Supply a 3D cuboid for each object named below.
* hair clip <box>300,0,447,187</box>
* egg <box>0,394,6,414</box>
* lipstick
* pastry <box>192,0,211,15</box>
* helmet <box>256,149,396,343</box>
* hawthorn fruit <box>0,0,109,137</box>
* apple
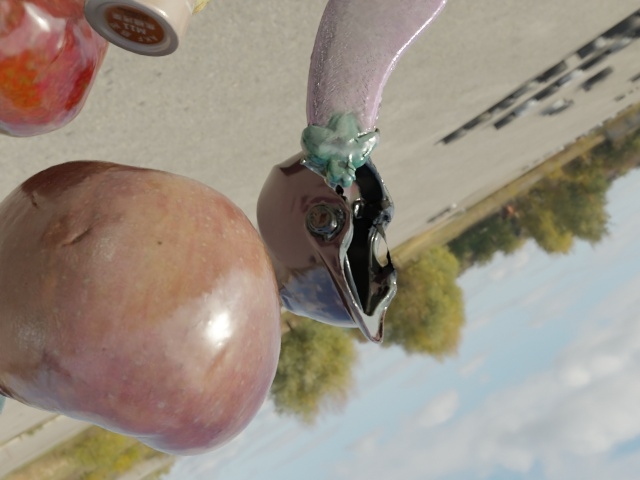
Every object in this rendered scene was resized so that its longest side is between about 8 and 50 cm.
[{"bbox_3d":[0.057,-0.223,0.967,0.110,0.358,0.095,10,164,39],"label":"hair clip"},{"bbox_3d":[-0.385,0.170,0.833,0.152,0.114,0.114,-53,-179,-16],"label":"egg"},{"bbox_3d":[-0.098,-0.259,0.610,0.070,0.070,0.254,138,-31,-66],"label":"lipstick"},{"bbox_3d":[-0.328,-0.578,1.559,0.388,0.388,0.312,-32,169,1],"label":"pastry"},{"bbox_3d":[0.000,0.000,1.312,0.197,0.338,0.271,-4,155,18],"label":"helmet"},{"bbox_3d":[-0.336,-0.215,0.866,0.208,0.208,0.248,-32,176,0],"label":"hawthorn fruit"},{"bbox_3d":[-0.172,0.056,0.768,0.306,0.306,0.235,131,-20,-76],"label":"apple"}]
